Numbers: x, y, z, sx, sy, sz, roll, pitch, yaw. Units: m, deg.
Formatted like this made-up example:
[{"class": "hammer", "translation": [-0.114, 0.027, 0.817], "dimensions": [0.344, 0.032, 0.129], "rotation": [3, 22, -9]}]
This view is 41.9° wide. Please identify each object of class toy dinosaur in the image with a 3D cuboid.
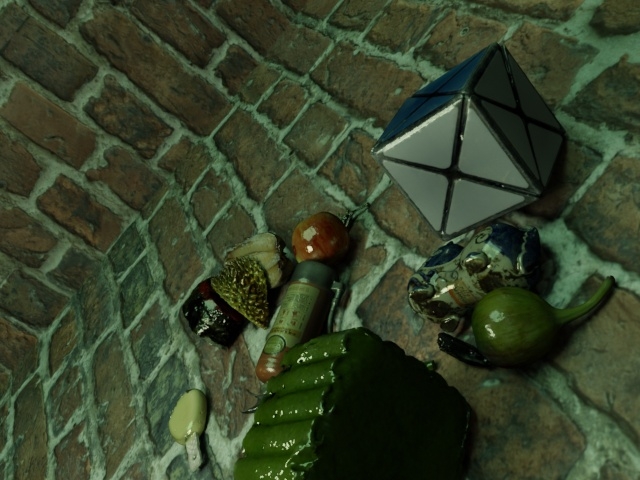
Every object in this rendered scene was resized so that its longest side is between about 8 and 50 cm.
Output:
[{"class": "toy dinosaur", "translation": [0.051, -0.041, 2.131], "dimensions": [0.180, 0.037, 0.058], "rotation": [-50, 23, 4]}]

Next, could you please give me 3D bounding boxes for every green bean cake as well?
[{"class": "green bean cake", "translation": [0.061, 0.346, 1.374], "dimensions": [0.218, 0.319, 0.335], "rotation": [-19, 39, 52]}]

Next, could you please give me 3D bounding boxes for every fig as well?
[{"class": "fig", "translation": [0.375, 0.126, 1.388], "dimensions": [0.245, 0.149, 0.149], "rotation": [-20, 38, 17]}]

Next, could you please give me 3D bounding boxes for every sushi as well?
[{"class": "sushi", "translation": [-0.294, 0.197, 2.268], "dimensions": [0.126, 0.136, 0.225], "rotation": [-52, 28, 11]}]

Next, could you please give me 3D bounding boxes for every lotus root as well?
[{"class": "lotus root", "translation": [-0.169, 0.072, 2.282], "dimensions": [0.329, 0.078, 0.167], "rotation": [-12, 78, 56]}]

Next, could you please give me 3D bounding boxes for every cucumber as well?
[{"class": "cucumber", "translation": [0.270, 0.204, 1.515], "dimensions": [0.039, 0.043, 0.163], "rotation": [-17, 19, -25]}]

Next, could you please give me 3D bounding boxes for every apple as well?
[{"class": "apple", "translation": [0.000, 0.000, 2.038], "dimensions": [0.146, 0.146, 0.130], "rotation": [-38, 73, 26]}]

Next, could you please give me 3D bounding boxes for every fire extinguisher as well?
[{"class": "fire extinguisher", "translation": [-0.045, 0.225, 1.886], "dimensions": [0.200, 0.113, 0.375], "rotation": [-13, 47, 50]}]

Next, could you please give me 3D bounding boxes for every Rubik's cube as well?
[{"class": "Rubik's cube", "translation": [0.296, -0.188, 1.638], "dimensions": [0.260, 0.255, 0.259], "rotation": [-28, 19, 43]}]

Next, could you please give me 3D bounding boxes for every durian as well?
[{"class": "durian", "translation": [-0.212, 0.134, 2.194], "dimensions": [0.144, 0.139, 0.252], "rotation": [-25, 35, -28]}]

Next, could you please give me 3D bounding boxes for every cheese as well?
[{"class": "cheese", "translation": [-0.327, 0.482, 2.087], "dimensions": [0.127, 0.050, 0.255], "rotation": [-46, 28, 12]}]

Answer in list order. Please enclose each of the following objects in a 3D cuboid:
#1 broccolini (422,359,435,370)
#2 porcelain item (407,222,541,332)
[{"class": "broccolini", "translation": [0.129, 0.267, 1.625], "dimensions": [0.203, 0.068, 0.091], "rotation": [-38, 12, 25]}, {"class": "porcelain item", "translation": [0.291, 0.056, 1.572], "dimensions": [0.288, 0.138, 0.186], "rotation": [-32, 17, 42]}]
